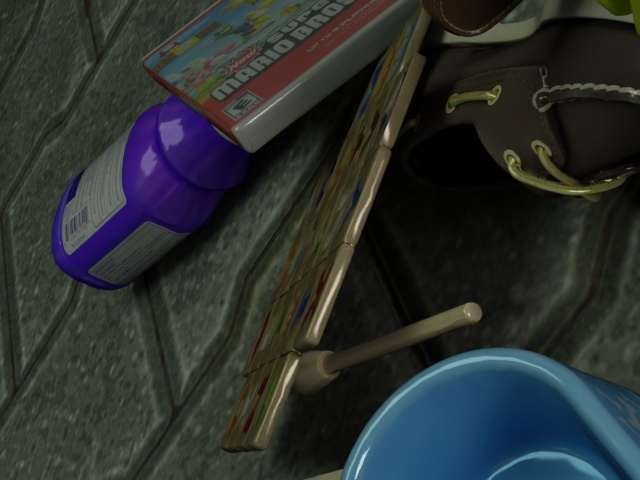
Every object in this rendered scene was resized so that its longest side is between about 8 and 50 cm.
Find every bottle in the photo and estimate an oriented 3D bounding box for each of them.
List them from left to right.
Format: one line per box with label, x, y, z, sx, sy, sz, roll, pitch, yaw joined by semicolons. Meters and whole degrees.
bottle;-0.134;-0.057;1.352;0.283;0.092;0.118;-36;37;46

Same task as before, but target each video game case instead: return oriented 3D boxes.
video game case;-0.021;-0.166;1.193;0.204;0.025;0.285;-38;24;-6

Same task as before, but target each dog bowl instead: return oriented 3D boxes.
dog bowl;0.107;0.160;0.645;0.166;0.074;0.297;-44;44;7

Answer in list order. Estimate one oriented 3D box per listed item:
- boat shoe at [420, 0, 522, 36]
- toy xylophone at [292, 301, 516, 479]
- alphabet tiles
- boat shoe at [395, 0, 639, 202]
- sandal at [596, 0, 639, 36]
boat shoe;0.103;-0.162;0.702;0.178;0.064;0.060;-54;28;26
toy xylophone;0.040;0.164;0.858;0.322;0.081;0.236;-15;55;58
alphabet tiles;0.000;0.000;1.000;0.342;0.011;0.285;136;156;-79
boat shoe;0.132;-0.068;0.841;0.324;0.116;0.097;13;82;68
sandal;0.224;-0.118;0.586;0.138;0.317;0.126;-57;-16;-20
